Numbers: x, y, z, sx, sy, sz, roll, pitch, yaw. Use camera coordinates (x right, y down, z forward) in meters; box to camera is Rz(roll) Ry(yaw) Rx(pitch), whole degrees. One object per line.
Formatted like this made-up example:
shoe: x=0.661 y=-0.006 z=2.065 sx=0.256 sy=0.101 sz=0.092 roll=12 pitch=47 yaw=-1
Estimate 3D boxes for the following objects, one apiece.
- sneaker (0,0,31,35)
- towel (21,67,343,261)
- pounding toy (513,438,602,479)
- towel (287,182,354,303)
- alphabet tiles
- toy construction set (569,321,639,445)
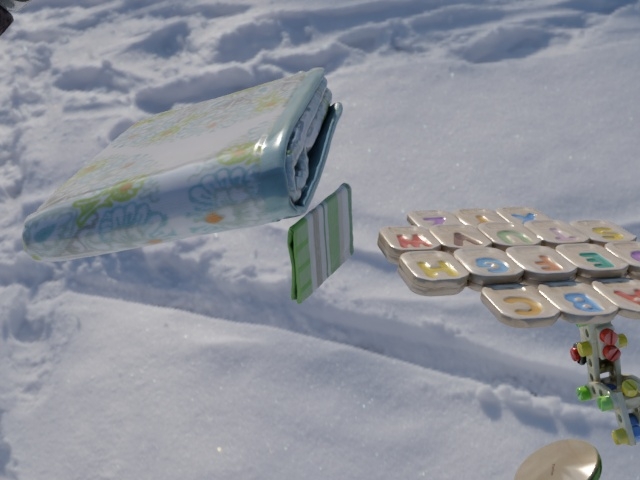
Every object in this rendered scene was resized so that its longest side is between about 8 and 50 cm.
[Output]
sneaker: x=-0.289 y=-0.135 z=0.474 sx=0.162 sy=0.106 sz=0.281 roll=27 pitch=74 yaw=43
towel: x=-0.147 y=-0.099 z=0.913 sx=0.320 sy=0.090 sz=0.374 roll=-13 pitch=25 yaw=17
pounding toy: x=0.478 y=0.515 z=1.439 sx=0.237 sy=0.110 sz=0.183 roll=-39 pitch=11 yaw=-29
towel: x=0.000 y=0.000 z=0.948 sx=0.023 sy=0.113 sz=0.152 roll=11 pitch=30 yaw=28
alphabet tiles: x=0.210 y=0.012 z=0.751 sx=0.284 sy=0.021 sz=0.278 roll=-2 pitch=23 yaw=-12
toy construction set: x=0.581 y=0.212 z=1.420 sx=0.151 sy=0.328 sz=0.215 roll=1 pitch=16 yaw=-6
